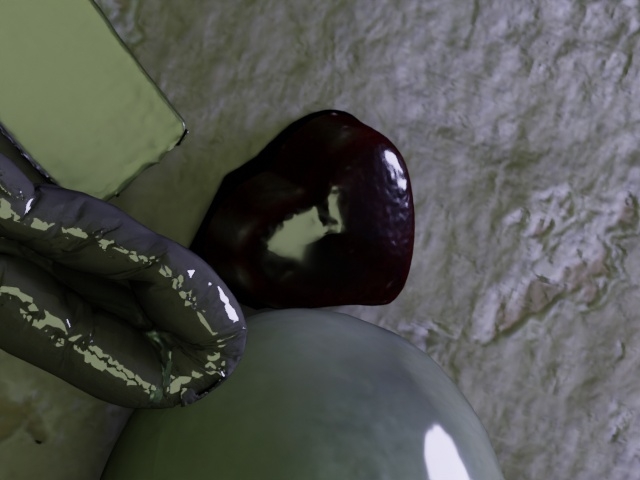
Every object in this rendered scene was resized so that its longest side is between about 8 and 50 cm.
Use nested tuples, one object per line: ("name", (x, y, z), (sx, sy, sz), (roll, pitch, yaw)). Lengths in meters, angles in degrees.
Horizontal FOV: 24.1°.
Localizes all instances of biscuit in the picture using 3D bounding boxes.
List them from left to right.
("biscuit", (-0.208, -0.158, 0.869), (0.099, 0.038, 0.322), (-42, 106, -11))

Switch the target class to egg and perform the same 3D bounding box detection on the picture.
("egg", (-0.012, 0.210, 0.853), (0.258, 0.258, 0.352), (6, 65, -17))

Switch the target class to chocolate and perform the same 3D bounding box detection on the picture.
("chocolate", (0.000, 0.000, 0.933), (0.149, 0.080, 0.125), (-39, 106, -10))

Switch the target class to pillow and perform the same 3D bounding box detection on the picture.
("pillow", (-0.204, -0.022, 0.790), (0.326, 0.228, 0.101), (37, 81, -17))
